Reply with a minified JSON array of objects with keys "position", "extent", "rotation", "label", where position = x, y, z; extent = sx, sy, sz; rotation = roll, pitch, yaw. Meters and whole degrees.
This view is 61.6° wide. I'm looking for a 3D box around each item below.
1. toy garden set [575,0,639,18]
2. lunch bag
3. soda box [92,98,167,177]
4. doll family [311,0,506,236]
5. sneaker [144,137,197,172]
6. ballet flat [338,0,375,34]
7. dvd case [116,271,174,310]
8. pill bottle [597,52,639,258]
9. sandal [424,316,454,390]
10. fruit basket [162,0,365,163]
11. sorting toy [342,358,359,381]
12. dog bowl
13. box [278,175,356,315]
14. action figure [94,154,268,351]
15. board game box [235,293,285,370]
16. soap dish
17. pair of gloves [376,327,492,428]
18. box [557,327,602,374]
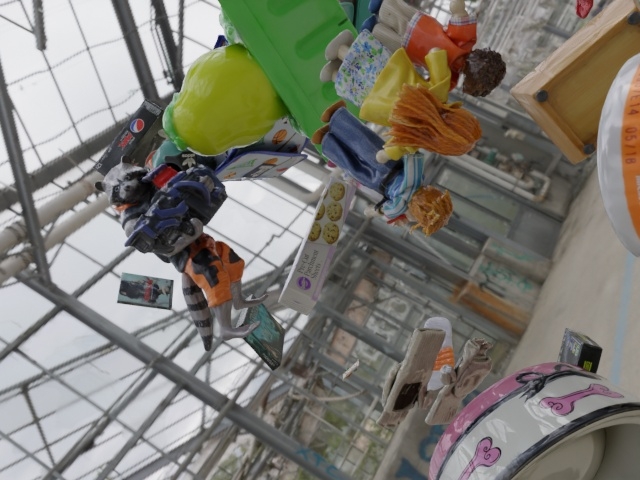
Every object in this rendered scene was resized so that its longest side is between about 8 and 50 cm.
[{"position":[0.331,-0.346,0.589],"extent":[0.049,0.203,0.245],"rotation":[25,-123,-59],"label":"toy garden set"},{"position":[-0.175,-0.332,1.512],"extent":[0.327,0.239,0.386],"rotation":[-11,-44,-55],"label":"lunch bag"},{"position":[-0.356,-0.184,1.038],"extent":[0.169,0.053,0.060],"rotation":[-54,-20,-6],"label":"soda box"},{"position":[0.069,-0.090,0.510],"extent":[0.118,0.163,0.263],"rotation":[-36,-24,-34],"label":"doll family"},{"position":[-0.400,-0.201,1.370],"extent":[0.108,0.121,0.302],"rotation":[-12,2,-34],"label":"sneaker"},{"position":[0.047,-0.623,1.473],"extent":[0.482,0.181,0.164],"rotation":[-36,-39,-50],"label":"ballet flat"},{"position":[-0.398,0.116,1.227],"extent":[0.087,0.119,0.013],"rotation":[-101,31,-45],"label":"dvd case"},{"position":[0.460,-0.082,0.417],"extent":[0.392,0.224,0.224],"rotation":[2,53,54],"label":"pill bottle"},{"position":[0.322,0.320,1.470],"extent":[0.265,0.101,0.076],"rotation":[-63,-33,-51],"label":"sandal"},{"position":[-0.103,-0.289,0.964],"extent":[0.283,0.391,0.392],"rotation":[-95,29,-71],"label":"fruit basket"},{"position":[0.079,0.328,1.360],"extent":[0.062,0.012,0.083],"rotation":[-46,-3,-1],"label":"sorting toy"},{"position":[0.355,0.372,0.855],"extent":[0.408,0.407,0.150],"rotation":[-65,30,17],"label":"dog bowl"},{"position":[0.000,0.000,1.087],"extent":[0.063,0.067,0.324],"rotation":[120,174,-48],"label":"box"},{"position":[-0.226,0.019,0.832],"extent":[0.178,0.330,0.341],"rotation":[-36,7,16],"label":"action figure"},{"position":[-0.131,0.203,1.218],"extent":[0.026,0.126,0.186],"rotation":[-39,12,9],"label":"board game box"},{"position":[0.591,-0.328,1.124],"extent":[0.291,0.229,0.118],"rotation":[-41,10,23],"label":"soap dish"},{"position":[0.220,0.263,0.994],"extent":[0.240,0.042,0.204],"rotation":[17,-74,-37],"label":"pair of gloves"},{"position":[0.513,0.284,1.095],"extent":[0.190,0.045,0.184],"rotation":[-2,-73,-74],"label":"box"}]
